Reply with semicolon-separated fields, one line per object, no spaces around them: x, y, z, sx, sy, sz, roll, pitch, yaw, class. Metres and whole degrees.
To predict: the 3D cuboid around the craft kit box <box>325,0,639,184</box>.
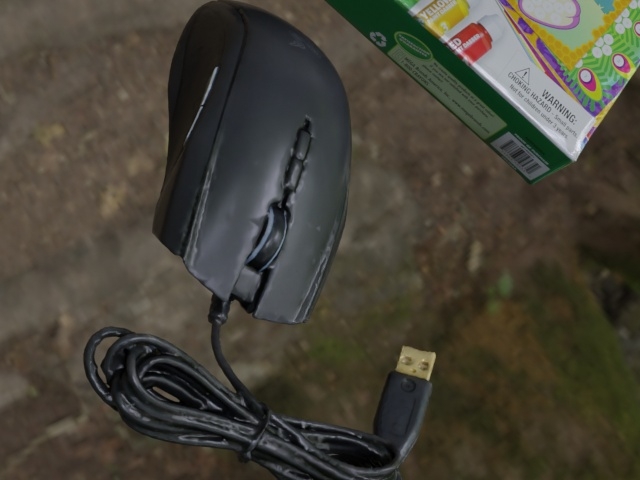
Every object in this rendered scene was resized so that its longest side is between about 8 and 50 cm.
0.104;-0.203;0.903;0.250;0.061;0.246;40;63;-8;craft kit box

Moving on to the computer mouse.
0.000;0.000;0.753;0.184;0.262;0.060;34;137;-27;computer mouse
